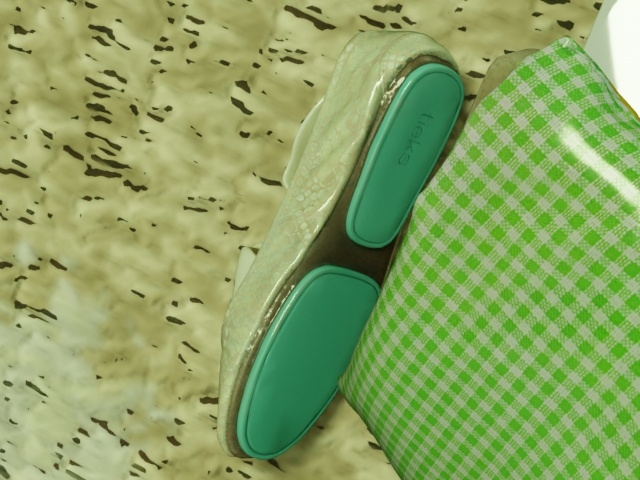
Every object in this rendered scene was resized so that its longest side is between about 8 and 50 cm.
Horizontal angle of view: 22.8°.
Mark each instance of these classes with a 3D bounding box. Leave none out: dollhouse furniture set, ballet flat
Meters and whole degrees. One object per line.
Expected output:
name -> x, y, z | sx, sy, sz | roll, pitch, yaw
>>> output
dollhouse furniture set -> 0.039, 0.133, 0.417 | 0.197, 0.151, 0.301 | 42, 142, 20
ballet flat -> 0.000, 0.000, 0.587 | 0.052, 0.057, 0.168 | 29, 92, 44

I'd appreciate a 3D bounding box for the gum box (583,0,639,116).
gum box -> 0.151, -0.067, 0.530 | 0.107, 0.062, 0.188 | 23, 93, 17
